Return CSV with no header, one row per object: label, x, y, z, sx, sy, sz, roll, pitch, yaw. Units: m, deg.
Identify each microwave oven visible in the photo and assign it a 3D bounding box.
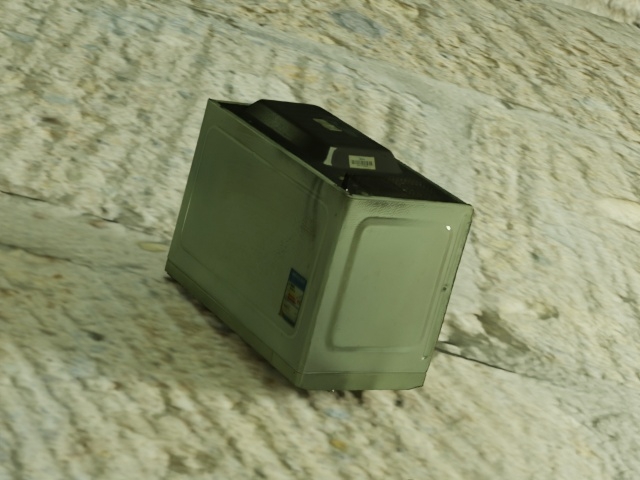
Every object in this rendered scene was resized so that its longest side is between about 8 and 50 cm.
microwave oven,0.000,0.000,1.399,0.129,0.163,0.205,5,21,-36
